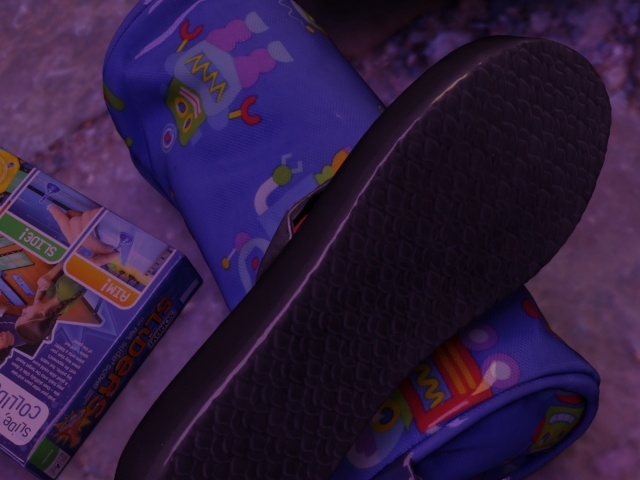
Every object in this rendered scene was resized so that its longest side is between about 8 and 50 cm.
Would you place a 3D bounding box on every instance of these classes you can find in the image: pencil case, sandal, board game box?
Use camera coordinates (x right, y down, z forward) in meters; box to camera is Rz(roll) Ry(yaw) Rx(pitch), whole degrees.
[{"bbox_3d":[0.000,0.000,0.610,0.133,0.119,0.306,-40,60,10],"label":"pencil case"},{"bbox_3d":[0.013,0.011,0.482,0.254,0.097,0.054,-45,36,-13],"label":"sandal"},{"bbox_3d":[-0.183,0.023,0.692,0.201,0.035,0.136,29,73,26],"label":"board game box"}]
